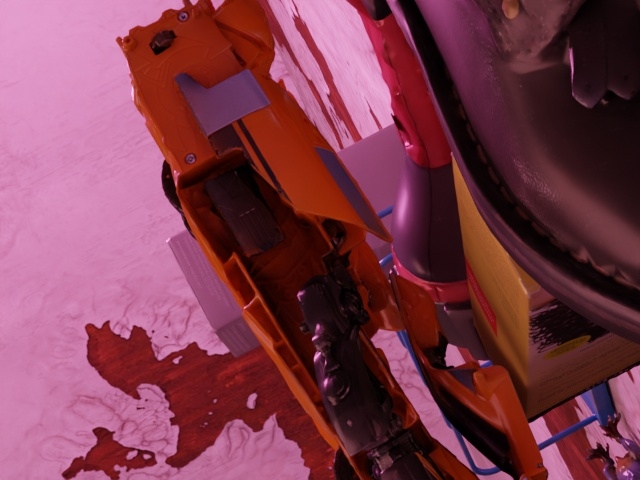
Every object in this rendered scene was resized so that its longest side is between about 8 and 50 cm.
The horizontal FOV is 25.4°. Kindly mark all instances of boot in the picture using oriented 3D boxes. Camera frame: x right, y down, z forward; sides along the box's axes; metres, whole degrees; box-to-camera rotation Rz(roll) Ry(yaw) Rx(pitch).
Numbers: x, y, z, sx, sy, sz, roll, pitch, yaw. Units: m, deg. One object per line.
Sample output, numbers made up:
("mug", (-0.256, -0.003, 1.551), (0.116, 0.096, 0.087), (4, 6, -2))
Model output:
("boot", (0.046, -0.117, 0.289), (0.263, 0.091, 0.229), (53, 165, 38))

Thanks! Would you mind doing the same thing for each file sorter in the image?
("file sorter", (0.106, 0.053, 0.963), (0.170, 0.104, 0.118), (62, 178, 43))

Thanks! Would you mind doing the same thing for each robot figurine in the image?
("robot figurine", (0.011, 0.034, 0.640), (0.291, 0.085, 0.211), (58, 177, 19))

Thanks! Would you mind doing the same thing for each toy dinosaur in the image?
("toy dinosaur", (0.204, 0.146, 0.901), (0.090, 0.047, 0.082), (19, -160, -40))

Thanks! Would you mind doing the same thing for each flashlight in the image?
("flashlight", (0.047, -0.074, 0.696), (0.304, 0.103, 0.103), (63, 180, -39))

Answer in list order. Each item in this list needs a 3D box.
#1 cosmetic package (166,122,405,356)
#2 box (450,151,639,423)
("cosmetic package", (0.000, 0.000, 1.241), (0.107, 0.238, 0.127), (60, 175, 16))
("box", (0.103, 0.011, 0.556), (0.058, 0.087, 0.232), (63, 180, 18))
